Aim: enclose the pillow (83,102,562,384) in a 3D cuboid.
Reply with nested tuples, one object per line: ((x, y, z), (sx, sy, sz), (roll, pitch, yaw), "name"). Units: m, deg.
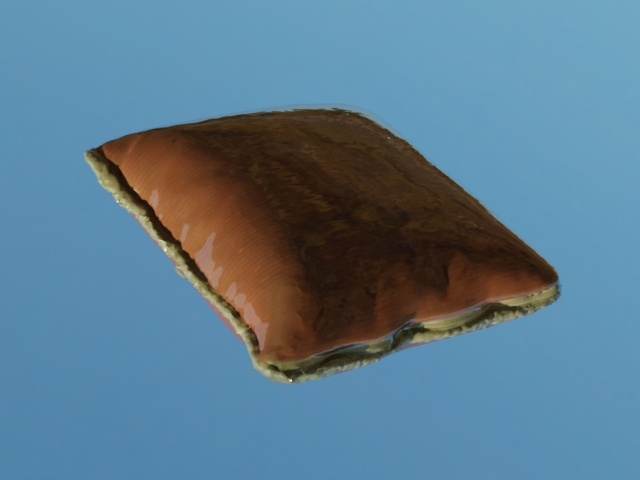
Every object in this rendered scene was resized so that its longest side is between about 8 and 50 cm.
((0.000, 0.000, 0.761), (0.171, 0.075, 0.179), (-12, -140, -33), "pillow")
